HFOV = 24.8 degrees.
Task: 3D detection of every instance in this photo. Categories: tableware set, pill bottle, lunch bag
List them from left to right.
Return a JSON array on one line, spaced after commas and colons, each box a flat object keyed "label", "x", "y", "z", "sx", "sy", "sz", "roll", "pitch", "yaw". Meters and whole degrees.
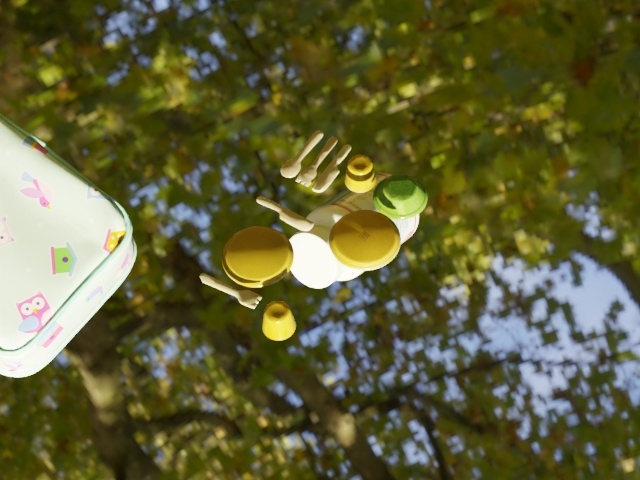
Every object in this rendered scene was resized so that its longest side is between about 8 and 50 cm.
[{"label": "lunch bag", "x": -0.350, "y": -0.005, "z": 1.504, "sx": 0.279, "sy": 0.108, "sz": 0.224, "roll": 36, "pitch": -105, "yaw": 11}, {"label": "tableware set", "x": 0.000, "y": 0.000, "z": 0.978, "sx": 0.104, "sy": 0.024, "sz": 0.154, "roll": 27, "pitch": -118, "yaw": 19}, {"label": "pill bottle", "x": 0.034, "y": -0.009, "z": 1.600, "sx": 0.087, "sy": 0.087, "sz": 0.160, "roll": 9, "pitch": -152, "yaw": 35}]
